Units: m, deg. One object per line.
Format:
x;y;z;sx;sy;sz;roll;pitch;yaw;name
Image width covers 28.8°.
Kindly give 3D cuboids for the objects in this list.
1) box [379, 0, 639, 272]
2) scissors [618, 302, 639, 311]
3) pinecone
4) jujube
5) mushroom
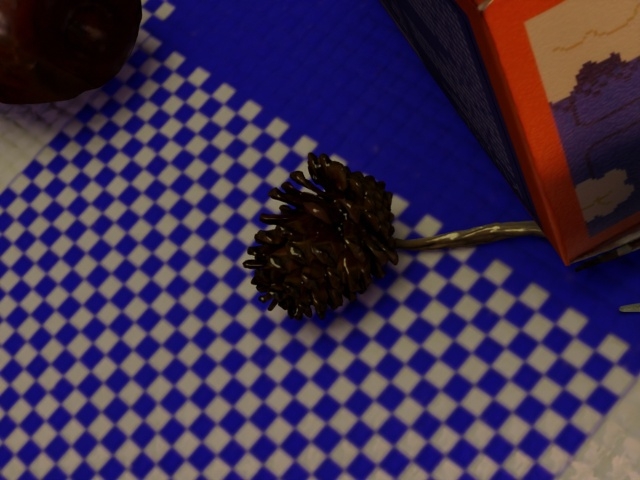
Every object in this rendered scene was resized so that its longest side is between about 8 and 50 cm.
0.185;-0.229;0.771;0.319;0.257;0.348;-30;51;0;box
0.226;0.039;0.765;0.083;0.006;0.036;-4;63;18;scissors
0.003;0.002;0.819;0.102;0.102;0.109;18;72;29;pinecone
-0.300;-0.217;1.004;0.342;0.216;0.216;24;73;25;jujube
0.183;-0.006;0.801;0.286;0.026;0.028;-8;44;19;mushroom
